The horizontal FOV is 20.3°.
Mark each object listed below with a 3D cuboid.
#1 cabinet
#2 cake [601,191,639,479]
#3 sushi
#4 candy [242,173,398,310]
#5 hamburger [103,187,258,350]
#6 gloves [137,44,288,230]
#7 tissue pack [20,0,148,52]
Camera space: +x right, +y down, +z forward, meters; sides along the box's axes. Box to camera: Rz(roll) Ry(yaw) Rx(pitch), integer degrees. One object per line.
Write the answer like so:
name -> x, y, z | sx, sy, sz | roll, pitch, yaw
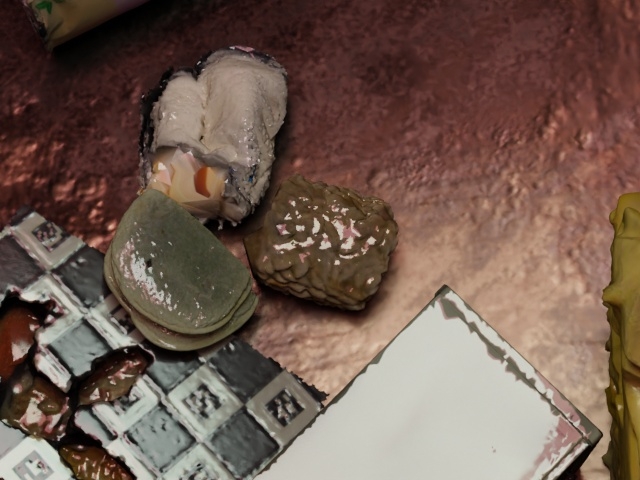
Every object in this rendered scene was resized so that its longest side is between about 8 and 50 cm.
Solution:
cabinet -> 0.064, 0.167, 1.221 | 0.206, 0.145, 0.150 | -44, 78, -10
cake -> 0.293, 0.085, 1.156 | 0.227, 0.286, 0.222 | -3, 69, 6
sushi -> -0.161, 0.123, 1.322 | 0.279, 0.043, 0.192 | 32, 68, 2
candy -> 0.000, 0.000, 1.341 | 0.110, 0.085, 0.095 | 21, 81, 2
hamburger -> -0.109, 0.031, 1.314 | 0.121, 0.054, 0.084 | 40, 57, -2
gloves -> -0.085, -0.083, 1.384 | 0.114, 0.070, 0.153 | 3, 63, 17
tissue pack -> -0.155, -0.301, 1.448 | 0.256, 0.123, 0.215 | -28, 70, -3
